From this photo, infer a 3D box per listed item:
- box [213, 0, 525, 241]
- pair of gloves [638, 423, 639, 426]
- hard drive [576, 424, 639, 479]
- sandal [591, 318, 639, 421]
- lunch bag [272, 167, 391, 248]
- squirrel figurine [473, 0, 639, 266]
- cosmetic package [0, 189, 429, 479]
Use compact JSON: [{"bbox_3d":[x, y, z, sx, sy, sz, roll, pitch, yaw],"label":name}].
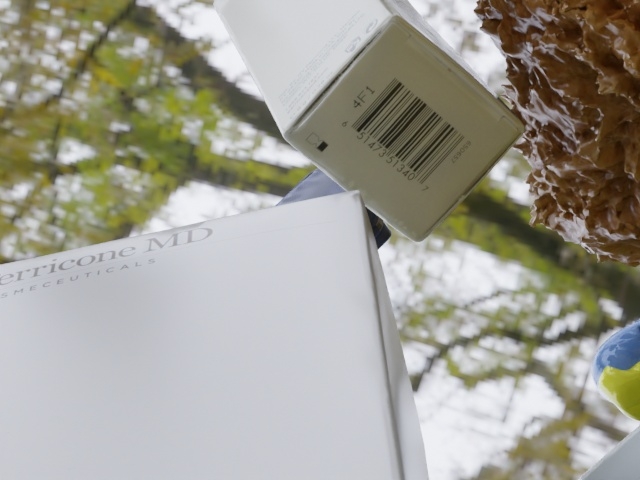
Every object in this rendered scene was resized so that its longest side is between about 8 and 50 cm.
[{"bbox_3d":[0.021,-0.110,1.063,0.113,0.275,0.094,38,-79,-25],"label":"box"},{"bbox_3d":[0.172,0.080,0.816,0.083,0.010,0.074,-46,-1,35],"label":"pair of gloves"},{"bbox_3d":[0.168,0.128,0.523,0.040,0.203,0.307,-19,-18,-16],"label":"hard drive"},{"bbox_3d":[0.334,0.043,1.444,0.317,0.138,0.126,-25,-29,-32],"label":"sandal"},{"bbox_3d":[0.000,0.000,1.317,0.098,0.067,0.065,-42,-58,-10],"label":"lunch bag"},{"bbox_3d":[0.264,-0.103,1.012,0.370,0.397,0.281,47,-127,-61],"label":"squirrel figurine"},{"bbox_3d":[-0.049,0.143,0.648,0.197,0.365,0.155,-13,-61,3],"label":"cosmetic package"}]
